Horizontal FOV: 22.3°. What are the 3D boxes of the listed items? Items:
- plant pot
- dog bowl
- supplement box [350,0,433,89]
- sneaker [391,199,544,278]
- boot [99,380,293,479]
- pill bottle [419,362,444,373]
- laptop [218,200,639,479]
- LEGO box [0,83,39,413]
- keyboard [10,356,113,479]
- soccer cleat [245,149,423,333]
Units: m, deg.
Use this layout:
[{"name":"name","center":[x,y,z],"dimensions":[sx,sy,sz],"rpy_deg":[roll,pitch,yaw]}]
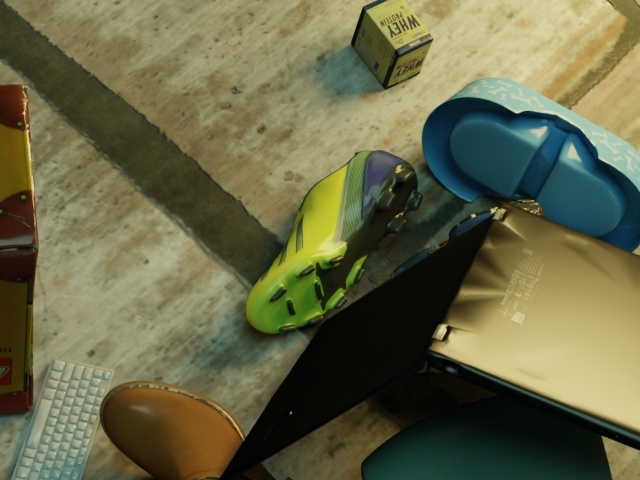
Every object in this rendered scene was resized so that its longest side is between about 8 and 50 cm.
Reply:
[{"name":"plant pot","center":[0.167,0.300,1.669],"dimensions":[0.235,0.293,0.293],"rpy_deg":[-8,62,0]},{"name":"dog bowl","center":[0.270,-0.092,1.981],"dimensions":[0.297,0.166,0.074],"rpy_deg":[29,48,6]},{"name":"supplement box","center":[0.091,-0.255,2.077],"dimensions":[0.056,0.083,0.083],"rpy_deg":[-27,70,-23]},{"name":"sneaker","center":[0.182,0.022,1.875],"dimensions":[0.083,0.221,0.087],"rpy_deg":[-21,77,-46]},{"name":"boot","center":[-0.127,0.255,1.661],"dimensions":[0.283,0.220,0.109],"rpy_deg":[40,100,3]},{"name":"pill bottle","center":[0.166,0.122,1.886],"dimensions":[0.116,0.065,0.065],"rpy_deg":[1,60,-10]},{"name":"laptop","center":[0.167,0.144,1.661],"dimensions":[0.407,0.236,0.382],"rpy_deg":[22,27,8]},{"name":"LEGO box","center":[-0.537,0.032,1.616],"dimensions":[0.500,0.372,0.193],"rpy_deg":[-3,61,-14]},{"name":"keyboard","center":[-0.291,0.244,1.753],"dimensions":[0.072,0.014,0.256],"rpy_deg":[15,58,-3]},{"name":"soccer cleat","center":[0.001,0.001,1.926],"dimensions":[0.121,0.093,0.289],"rpy_deg":[23,58,38]}]
